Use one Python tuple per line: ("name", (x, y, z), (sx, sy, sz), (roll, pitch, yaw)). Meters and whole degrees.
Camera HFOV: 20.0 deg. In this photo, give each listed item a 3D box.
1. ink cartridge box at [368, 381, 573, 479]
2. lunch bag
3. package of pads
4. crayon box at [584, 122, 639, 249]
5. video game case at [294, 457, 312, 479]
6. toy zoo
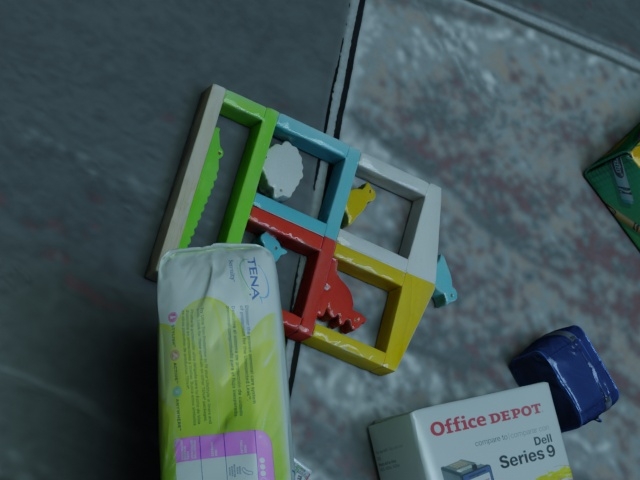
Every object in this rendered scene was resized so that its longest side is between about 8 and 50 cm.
("ink cartridge box", (0.148, 0.247, 1.638), (0.154, 0.093, 0.212), (-8, 78, -29))
("lunch bag", (0.238, 0.134, 1.730), (0.065, 0.067, 0.098), (-32, 93, -30))
("package of pads", (-0.071, 0.171, 1.444), (0.101, 0.229, 0.296), (-5, 70, -1))
("crayon box", (0.417, -0.015, 1.856), (0.165, 0.081, 0.278), (-41, 97, -30))
("video game case", (-0.069, 0.226, 1.575), (0.087, 0.011, 0.122), (38, 62, -14))
("toy zoo", (0.000, 0.000, 1.662), (0.293, 0.030, 0.192), (24, 66, -20))
